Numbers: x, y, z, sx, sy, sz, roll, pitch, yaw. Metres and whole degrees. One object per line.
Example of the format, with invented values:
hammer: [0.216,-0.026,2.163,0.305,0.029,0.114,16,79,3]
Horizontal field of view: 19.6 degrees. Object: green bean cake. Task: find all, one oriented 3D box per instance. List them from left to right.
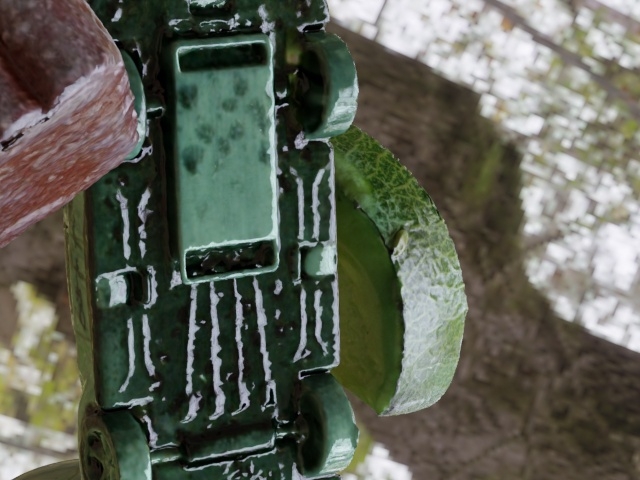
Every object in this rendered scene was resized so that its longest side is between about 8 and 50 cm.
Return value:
green bean cake: [-0.131,-0.029,0.635,0.135,0.056,0.135,-34,175,-9]

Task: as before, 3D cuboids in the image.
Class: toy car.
toy car: [-0.066,0.010,0.927,0.125,0.136,0.306,22,-63,57]

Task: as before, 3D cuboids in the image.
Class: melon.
melon: [0.000,0.000,1.065,0.209,0.064,0.118,38,-60,14]

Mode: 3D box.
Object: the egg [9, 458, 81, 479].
egg: [-0.137,0.240,1.261,0.264,0.183,0.183,-1,-112,25]
